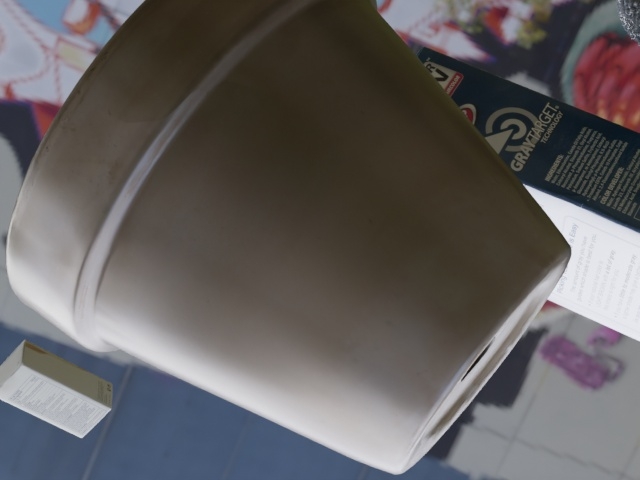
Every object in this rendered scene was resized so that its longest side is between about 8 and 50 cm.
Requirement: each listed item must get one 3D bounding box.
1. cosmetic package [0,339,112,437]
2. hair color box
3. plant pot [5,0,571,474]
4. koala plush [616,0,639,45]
[{"bbox_3d":[-0.287,0.160,1.459,0.115,0.060,0.041,33,-152,-28],"label":"cosmetic package"},{"bbox_3d":[0.221,-0.031,1.237,0.347,0.105,0.174,25,152,17],"label":"hair color box"},{"bbox_3d":[0.000,0.000,0.915,0.280,0.323,0.323,38,-163,13],"label":"plant pot"},{"bbox_3d":[0.361,-0.276,1.177,0.203,0.221,0.196,20,-148,35],"label":"koala plush"}]
